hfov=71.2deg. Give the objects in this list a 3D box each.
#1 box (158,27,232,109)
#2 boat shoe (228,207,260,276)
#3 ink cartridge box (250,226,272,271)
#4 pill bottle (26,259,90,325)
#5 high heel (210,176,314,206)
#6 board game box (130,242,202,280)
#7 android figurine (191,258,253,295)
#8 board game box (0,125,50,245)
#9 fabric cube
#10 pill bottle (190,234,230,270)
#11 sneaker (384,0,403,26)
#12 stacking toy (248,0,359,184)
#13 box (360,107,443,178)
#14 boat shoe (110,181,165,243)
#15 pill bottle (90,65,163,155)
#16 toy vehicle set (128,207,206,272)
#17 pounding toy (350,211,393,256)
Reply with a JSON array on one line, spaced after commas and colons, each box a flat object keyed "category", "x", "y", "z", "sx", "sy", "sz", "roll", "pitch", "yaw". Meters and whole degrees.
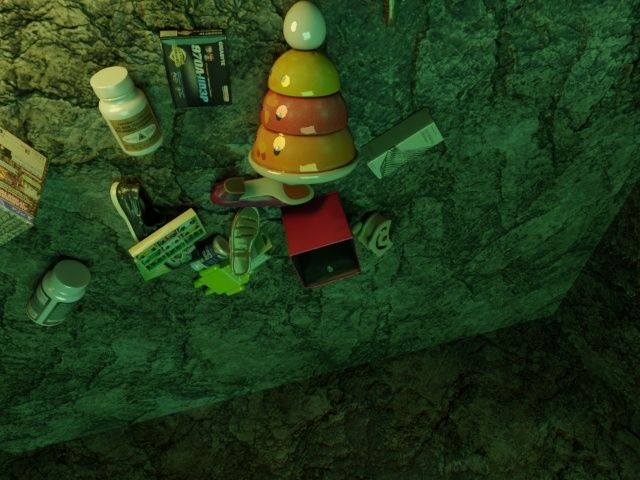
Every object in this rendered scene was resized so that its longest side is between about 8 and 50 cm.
[{"category": "box", "x": -0.350, "y": -0.485, "z": 1.276, "sx": 0.175, "sy": 0.051, "sz": 0.220, "roll": -7, "pitch": 141, "yaw": -11}, {"category": "boat shoe", "x": -0.321, "y": -0.010, "z": 1.804, "sx": 0.113, "sy": 0.103, "sz": 0.302, "roll": 6, "pitch": 109, "yaw": -26}, {"category": "ink cartridge box", "x": -0.276, "y": 0.044, "z": 1.904, "sx": 0.209, "sy": 0.108, "sz": 0.062, "roll": -36, "pitch": 148, "yaw": 23}, {"category": "pill bottle", "x": -1.051, "y": 0.209, "z": 1.801, "sx": 0.161, "sy": 0.161, "sz": 0.283, "roll": 23, "pitch": 128, "yaw": -39}, {"category": "high heel", "x": -0.218, "y": -0.179, "z": 1.694, "sx": 0.378, "sy": 0.127, "sz": 0.181, "roll": 4, "pitch": 167, "yaw": -30}, {"category": "board game box", "x": -0.625, "y": 0.060, "z": 1.814, "sx": 0.260, "sy": 0.030, "sz": 0.136, "roll": -20, "pitch": 107, "yaw": 7}, {"category": "android figurine", "x": -0.441, "y": 0.170, "z": 2.054, "sx": 0.273, "sy": 0.056, "sz": 0.248, "roll": -22, "pitch": 141, "yaw": 11}, {"category": "board game box", "x": -0.937, "y": -0.175, "z": 1.261, "sx": 0.141, "sy": 0.290, "sz": 0.232, "roll": -27, "pitch": 140, "yaw": 13}, {"category": "fabric cube", "x": 0.000, "y": 0.000, "z": 1.833, "sx": 0.254, "sy": 0.258, "sz": 0.259, "roll": -17, "pitch": 142, "yaw": 1}, {"category": "pill bottle", "x": -0.465, "y": 0.057, "z": 1.871, "sx": 0.169, "sy": 0.094, "sz": 0.094, "roll": -32, "pitch": 139, "yaw": 19}, {"category": "sneaker", "x": 0.222, "y": -0.684, "z": 1.218, "sx": 0.086, "sy": 0.064, "sz": 0.192, "roll": -9, "pitch": 139, "yaw": -1}, {"category": "stacking toy", "x": -0.052, "y": -0.435, "z": 1.314, "sx": 0.351, "sy": 0.350, "sz": 0.479, "roll": -7, "pitch": 122, "yaw": -11}, {"category": "box", "x": 0.295, "y": -0.351, "z": 1.633, "sx": 0.275, "sy": 0.094, "sz": 0.113, "roll": -31, "pitch": 140, "yaw": 20}, {"category": "boat shoe", "x": -0.624, "y": -0.079, "z": 1.623, "sx": 0.113, "sy": 0.127, "sz": 0.339, "roll": -6, "pitch": 133, "yaw": 7}, {"category": "pill bottle", "x": -0.554, "y": -0.369, "z": 1.284, "sx": 0.131, "sy": 0.131, "sz": 0.229, "roll": -13, "pitch": 142, "yaw": -3}, {"category": "toy vehicle set", "x": -0.565, "y": 0.003, "z": 1.678, "sx": 0.267, "sy": 0.035, "sz": 0.166, "roll": -38, "pitch": 161, "yaw": -14}, {"category": "pounding toy", "x": 0.224, "y": -0.052, "z": 2.000, "sx": 0.154, "sy": 0.155, "sz": 0.269, "roll": -51, "pitch": 147, "yaw": -1}]
